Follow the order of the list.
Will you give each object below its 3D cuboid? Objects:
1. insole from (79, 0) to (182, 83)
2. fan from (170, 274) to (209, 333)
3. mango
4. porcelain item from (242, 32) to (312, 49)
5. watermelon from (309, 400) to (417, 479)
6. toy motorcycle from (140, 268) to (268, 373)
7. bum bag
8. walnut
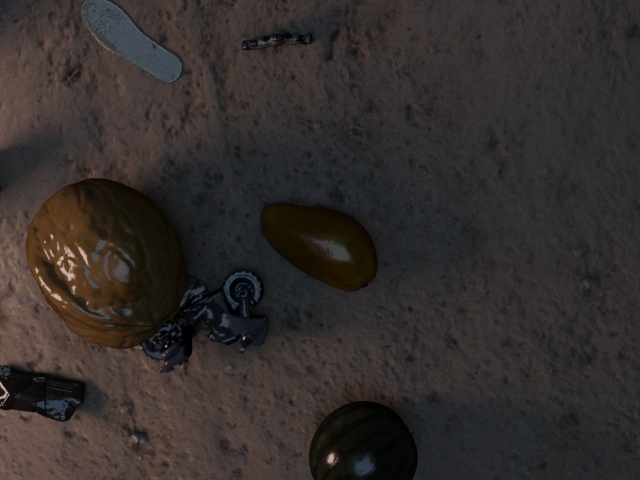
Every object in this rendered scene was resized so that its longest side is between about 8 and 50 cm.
[{"bbox_3d":[-0.368,-0.385,1.441,0.232,0.003,0.080,38,97,-5],"label":"insole"},{"bbox_3d":[-0.306,0.099,1.507,0.152,0.008,0.227,-21,98,3],"label":"fan"},{"bbox_3d":[0.000,0.000,1.441,0.253,0.113,0.138,29,101,3],"label":"mango"},{"bbox_3d":[-0.082,-0.377,1.404,0.136,0.075,0.021,-6,99,1],"label":"porcelain item"},{"bbox_3d":[0.081,0.421,1.452,0.212,0.212,0.212,0,98,0],"label":"watermelon"},{"bbox_3d":[-0.214,0.175,1.466,0.270,0.106,0.159,-32,94,-1],"label":"toy motorcycle"},{"bbox_3d":[-0.580,0.314,1.522,0.197,0.049,0.087,12,74,-1],"label":"bum bag"},{"bbox_3d":[-0.384,0.042,1.366,0.277,0.252,0.313,-47,68,13],"label":"walnut"}]
